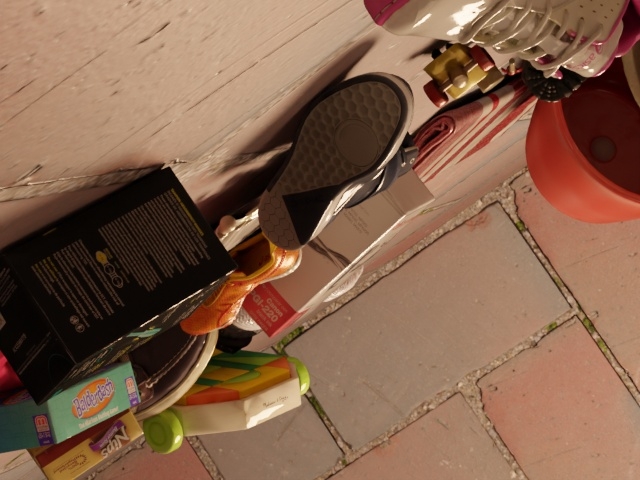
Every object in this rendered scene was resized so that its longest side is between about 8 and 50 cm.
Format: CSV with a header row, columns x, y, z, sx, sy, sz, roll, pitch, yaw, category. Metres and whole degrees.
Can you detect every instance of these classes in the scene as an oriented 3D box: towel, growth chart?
x,y,z,sx,sy,sz,roll,pitch,yaw,category
0.202,-0.154,2.077,0.329,0.037,0.237,-31,172,-42,towel
-0.038,-0.046,1.587,0.237,0.021,0.172,-37,176,-34,growth chart

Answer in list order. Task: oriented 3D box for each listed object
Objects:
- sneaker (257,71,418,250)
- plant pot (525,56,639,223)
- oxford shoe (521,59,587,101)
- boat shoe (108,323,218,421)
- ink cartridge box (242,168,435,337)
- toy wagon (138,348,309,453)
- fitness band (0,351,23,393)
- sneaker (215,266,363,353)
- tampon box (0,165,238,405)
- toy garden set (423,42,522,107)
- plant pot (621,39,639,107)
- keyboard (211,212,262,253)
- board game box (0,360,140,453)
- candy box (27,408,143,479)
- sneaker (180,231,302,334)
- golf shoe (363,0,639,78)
x,y,z,sx,sy,sz,roll,pitch,yaw,category
0.045,-0.099,1.430,0.163,0.086,0.226,-36,172,-44,sneaker
0.388,-0.144,1.993,0.275,0.275,0.243,-32,173,-15,plant pot
0.308,-0.253,1.730,0.227,0.083,0.096,-38,-162,8,oxford shoe
-0.251,0.171,1.930,0.285,0.103,0.092,-36,141,18,boat shoe
0.011,-0.002,1.774,0.218,0.092,0.158,-45,174,18,ink cartridge box
-0.195,0.200,2.102,0.344,0.068,0.267,5,-165,39,toy wagon
-0.228,0.065,1.434,0.209,0.054,0.291,-30,173,-9,fitness band
-0.069,0.070,2.121,0.268,0.101,0.153,-22,170,-46,sneaker
-0.170,0.036,1.233,0.161,0.101,0.120,-31,174,-33,tampon box
0.202,-0.214,1.539,0.204,0.049,0.244,-38,174,18,toy garden set
0.511,-0.263,1.621,0.334,0.334,0.305,-39,-171,41,plant pot
-0.138,0.031,1.733,0.201,0.033,0.317,-37,173,29,keyboard
-0.305,0.172,1.524,0.210,0.047,0.160,-12,-177,23,board game box
-0.273,0.180,1.658,0.109,0.053,0.186,-33,-153,-15,candy box
-0.098,0.040,1.686,0.175,0.064,0.067,-42,149,26,sneaker
0.151,-0.175,1.111,0.115,0.140,0.306,-37,172,41,golf shoe
